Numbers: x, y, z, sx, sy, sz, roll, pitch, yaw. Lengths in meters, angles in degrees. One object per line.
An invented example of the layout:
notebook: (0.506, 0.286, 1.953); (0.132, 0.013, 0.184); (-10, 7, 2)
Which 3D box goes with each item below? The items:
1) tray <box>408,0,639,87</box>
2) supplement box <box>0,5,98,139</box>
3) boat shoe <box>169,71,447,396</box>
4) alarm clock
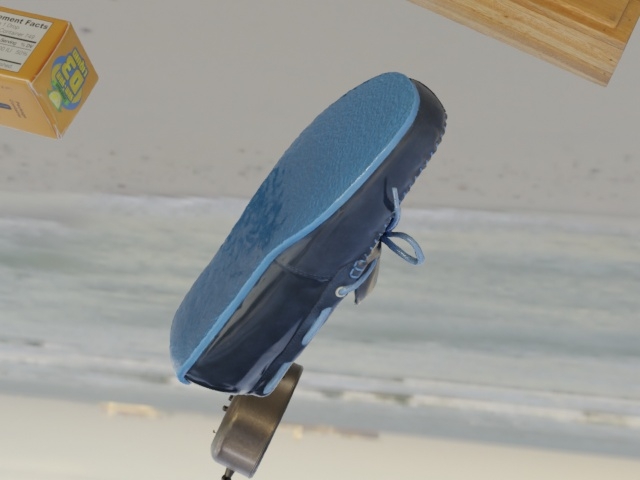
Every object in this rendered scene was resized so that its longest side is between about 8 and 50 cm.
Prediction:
tray: (0.148, -0.330, 1.292); (0.410, 0.203, 0.076); (25, 147, 9)
supplement box: (-0.315, -0.161, 1.089); (0.233, 0.080, 0.078); (18, 151, 23)
boat shoe: (0.000, 0.000, 0.806); (0.089, 0.109, 0.258); (26, 124, -27)
alarm clock: (-0.077, 0.197, 1.307); (0.064, 0.192, 0.129); (22, -176, 0)
